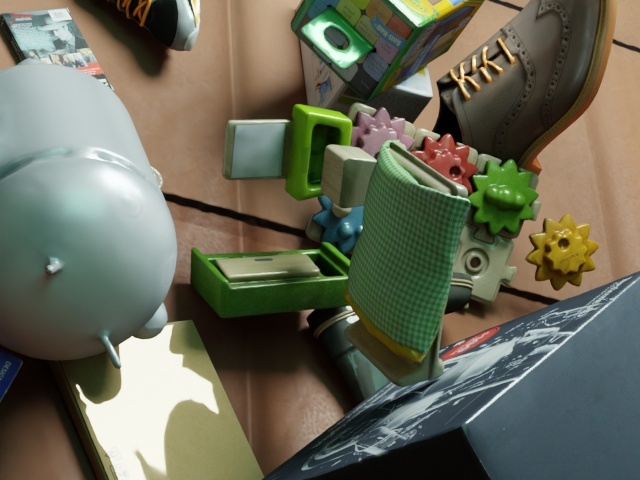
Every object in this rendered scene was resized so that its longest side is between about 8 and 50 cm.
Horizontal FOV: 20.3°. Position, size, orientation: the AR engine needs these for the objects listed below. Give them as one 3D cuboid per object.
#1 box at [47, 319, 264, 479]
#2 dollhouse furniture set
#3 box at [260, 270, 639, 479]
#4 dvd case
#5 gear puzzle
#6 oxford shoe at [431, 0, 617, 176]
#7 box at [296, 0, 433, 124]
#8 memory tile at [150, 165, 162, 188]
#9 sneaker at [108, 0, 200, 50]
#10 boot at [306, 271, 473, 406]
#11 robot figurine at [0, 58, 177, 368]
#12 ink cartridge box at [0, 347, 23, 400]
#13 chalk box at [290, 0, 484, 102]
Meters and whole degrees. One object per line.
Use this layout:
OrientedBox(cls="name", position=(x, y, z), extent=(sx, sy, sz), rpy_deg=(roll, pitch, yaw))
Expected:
OrientedBox(cls="box", position=(-0.154, 0.172, 1.700), extent=(0.164, 0.021, 0.201), rpy_deg=(-7, 58, -37))
OrientedBox(cls="dollhouse furniture set", position=(0.000, 0.000, 1.707), extent=(0.151, 0.198, 0.301), rpy_deg=(-2, 20, -23))
OrientedBox(cls="box", position=(0.152, 0.205, 1.638), extent=(0.343, 0.312, 0.179), rpy_deg=(-33, 96, -46))
OrientedBox(cls="dvd case", position=(-0.286, -0.201, 1.933), extent=(0.087, 0.013, 0.119), rpy_deg=(-13, 64, -40))
OrientedBox(cls="gear puzzle", position=(0.159, -0.017, 1.973), extent=(0.339, 0.044, 0.175), rpy_deg=(20, 90, -18))
OrientedBox(cls="oxford shoe", position=(0.212, -0.174, 1.989), extent=(0.132, 0.364, 0.130), rpy_deg=(8, 35, -26))
OrientedBox(cls="box", position=(0.049, -0.224, 2.110), extent=(0.114, 0.103, 0.203), rpy_deg=(12, 49, -24))
OrientedBox(cls="memory tile", position=(-0.220, -0.037, 1.839), extent=(0.113, 0.012, 0.148), rpy_deg=(22, 45, -17))
OrientedBox(cls="sneaker", position=(-0.211, -0.287, 2.012), extent=(0.083, 0.084, 0.215), rpy_deg=(-17, 56, -39))
OrientedBox(cls="boot", position=(0.095, 0.116, 1.887), extent=(0.198, 0.077, 0.137), rpy_deg=(-15, 68, -26))
OrientedBox(cls="robot figurine", position=(-0.245, -0.027, 1.632), extent=(0.300, 0.200, 0.353), rpy_deg=(44, 11, -36))
OrientedBox(cls="ink cartridge box", position=(-0.450, 0.080, 1.497), extent=(0.371, 0.069, 0.176), rpy_deg=(32, 74, -10))
OrientedBox(cls="chalk box", position=(0.067, -0.255, 1.976), extent=(0.132, 0.132, 0.213), rpy_deg=(45, 44, 9))
